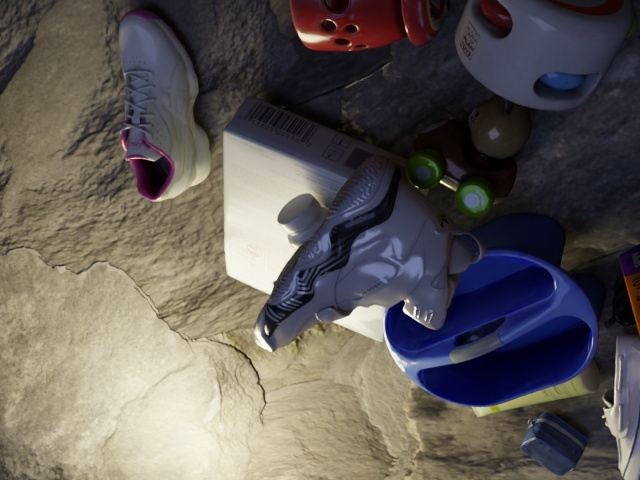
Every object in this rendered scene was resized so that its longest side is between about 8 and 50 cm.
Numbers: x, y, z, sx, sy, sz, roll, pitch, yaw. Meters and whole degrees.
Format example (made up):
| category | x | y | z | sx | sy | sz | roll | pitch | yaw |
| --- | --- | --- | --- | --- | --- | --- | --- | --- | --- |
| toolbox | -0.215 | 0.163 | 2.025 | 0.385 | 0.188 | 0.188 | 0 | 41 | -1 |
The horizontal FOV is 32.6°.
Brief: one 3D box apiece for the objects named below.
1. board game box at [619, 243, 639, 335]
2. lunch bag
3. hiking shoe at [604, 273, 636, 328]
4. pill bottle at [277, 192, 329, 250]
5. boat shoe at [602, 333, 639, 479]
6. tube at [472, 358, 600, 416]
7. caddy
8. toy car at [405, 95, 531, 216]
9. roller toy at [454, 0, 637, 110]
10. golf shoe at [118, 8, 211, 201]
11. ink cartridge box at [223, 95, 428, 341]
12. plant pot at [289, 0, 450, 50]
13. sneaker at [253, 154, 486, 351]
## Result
| category | x | y | z | sx | sy | sz | roll | pitch | yaw |
| --- | --- | --- | --- | --- | --- | --- | --- | --- | --- |
| board game box | 0.606 | 0.134 | 1.257 | 0.356 | 0.356 | 0.356 | -32 | 104 | 19 |
| lunch bag | 0.376 | 0.323 | 1.771 | 0.098 | 0.065 | 0.067 | 37 | 147 | 0 |
| hiking shoe | 0.503 | 0.078 | 1.496 | 0.227 | 0.114 | 0.086 | -21 | 110 | 37 |
| pill bottle | 0.000 | 0.000 | 1.625 | 0.078 | 0.078 | 0.137 | -16 | 125 | 36 |
| boat shoe | 0.471 | 0.251 | 1.662 | 0.084 | 0.095 | 0.258 | 14 | 117 | 25 |
| tube | 0.325 | 0.232 | 1.741 | 0.240 | 0.062 | 0.070 | -17 | 72 | 41 |
| caddy | 0.253 | 0.114 | 1.616 | 0.341 | 0.179 | 0.241 | -28 | 106 | 39 |
| toy car | 0.221 | -0.154 | 1.473 | 0.149 | 0.155 | 0.188 | 30 | 121 | 7 |
| roller toy | 0.266 | -0.258 | 1.340 | 0.209 | 0.191 | 0.146 | 29 | 132 | 8 |
| golf shoe | -0.257 | -0.201 | 1.700 | 0.115 | 0.140 | 0.306 | 2 | 121 | 29 |
| ink cartridge box | -0.001 | -0.022 | 1.745 | 0.308 | 0.091 | 0.385 | 23 | 146 | 12 |
| plant pot | 0.067 | -0.337 | 1.396 | 0.174 | 0.191 | 0.191 | 5 | 124 | 21 |
| sneaker | 0.061 | 0.067 | 1.512 | 0.210 | 0.137 | 0.365 | 33 | 125 | -4 |
